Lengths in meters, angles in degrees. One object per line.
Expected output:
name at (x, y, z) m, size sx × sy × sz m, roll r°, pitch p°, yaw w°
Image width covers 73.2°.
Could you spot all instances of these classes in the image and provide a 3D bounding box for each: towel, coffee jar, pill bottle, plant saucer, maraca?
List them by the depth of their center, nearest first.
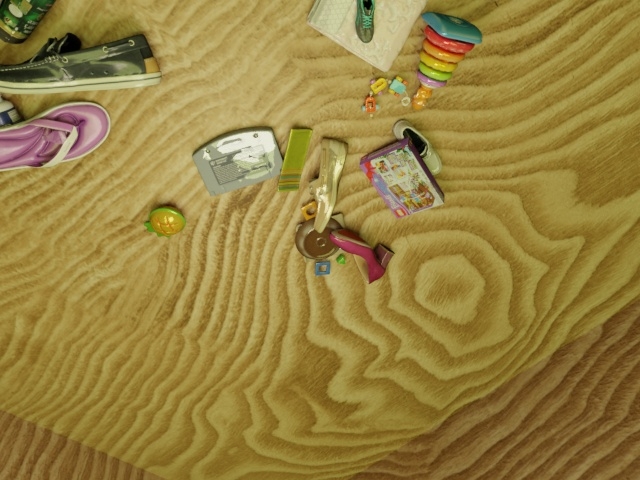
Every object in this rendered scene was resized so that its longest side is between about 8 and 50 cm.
coffee jar at (-0.824, -0.632, 1.194) m, size 0.184 × 0.096 × 0.079 m, roll -39°, pitch 116°, yaw 15°
towel at (0.164, -0.741, 1.318) m, size 0.317 × 0.053 × 0.332 m, roll 21°, pitch 116°, yaw -21°
pill bottle at (-0.983, -0.368, 1.319) m, size 0.112 × 0.112 × 0.187 m, roll -14°, pitch 122°, yaw -1°
towel at (-0.092, -0.283, 1.540) m, size 0.102 × 0.021 × 0.237 m, roll -16°, pitch 132°, yaw -45°
maraca at (-0.572, -0.063, 1.585) m, size 0.127 × 0.099 × 0.185 m, roll 35°, pitch 135°, yaw -28°
plant saucer at (0.000, 0.000, 1.696) m, size 0.198 × 0.036 × 0.199 m, roll -6°, pitch 120°, yaw -9°

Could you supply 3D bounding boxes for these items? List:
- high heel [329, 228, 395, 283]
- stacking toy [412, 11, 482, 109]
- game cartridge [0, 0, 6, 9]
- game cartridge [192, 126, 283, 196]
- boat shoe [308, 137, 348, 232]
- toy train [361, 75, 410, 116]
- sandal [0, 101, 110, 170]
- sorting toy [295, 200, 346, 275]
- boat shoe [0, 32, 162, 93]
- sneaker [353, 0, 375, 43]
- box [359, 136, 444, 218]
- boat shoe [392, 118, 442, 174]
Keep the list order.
high heel at (0.143, 0.078, 1.723) m, size 0.377 × 0.127 × 0.181 m, roll 21°, pitch 107°, yaw -39°
stacking toy at (0.377, -0.566, 1.415) m, size 0.165 × 0.175 × 0.302 m, roll 1°, pitch 134°, yaw -20°
game cartridge at (-0.936, -0.743, 1.132) m, size 0.230 × 0.068 × 0.355 m, roll 30°, pitch 112°, yaw -29°
game cartridge at (-0.286, -0.285, 1.520) m, size 0.294 × 0.060 × 0.196 m, roll -17°, pitch 126°, yaw 1°
boat shoe at (0.011, -0.198, 1.577) m, size 0.110 × 0.121 × 0.341 m, roll 13°, pitch 101°, yaw -4°
toy train at (0.219, -0.500, 1.479) m, size 0.166 × 0.046 × 0.125 m, roll -10°, pitch 123°, yaw 1°
sandal at (-0.843, -0.296, 1.311) m, size 0.416 × 0.102 × 0.169 m, roll -28°, pitch 126°, yaw -21°
sorting toy at (0.009, -0.015, 1.739) m, size 0.196 × 0.047 × 0.348 m, roll -16°, pitch 122°, yaw -4°
boat shoe at (-0.726, -0.511, 1.240) m, size 0.500 × 0.187 × 0.156 m, roll -8°, pitch 117°, yaw -10°
sneaker at (0.133, -0.673, 1.280) m, size 0.065 × 0.076 × 0.166 m, roll -10°, pitch 123°, yaw -1°
box at (0.306, -0.224, 1.605) m, size 0.201 × 0.057 × 0.293 m, roll -18°, pitch 127°, yaw 34°
boat shoe at (0.367, -0.330, 1.579) m, size 0.096 × 0.088 × 0.267 m, roll -36°, pitch 120°, yaw 12°
